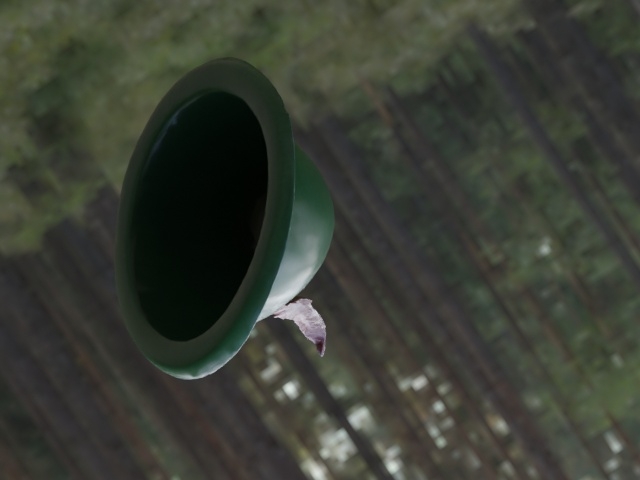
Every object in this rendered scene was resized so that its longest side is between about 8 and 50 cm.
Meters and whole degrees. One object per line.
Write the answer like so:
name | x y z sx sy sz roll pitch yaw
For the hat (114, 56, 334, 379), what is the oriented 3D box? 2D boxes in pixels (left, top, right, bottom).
hat | 0.000 0.000 1.111 0.208 0.183 0.173 27 -78 57
